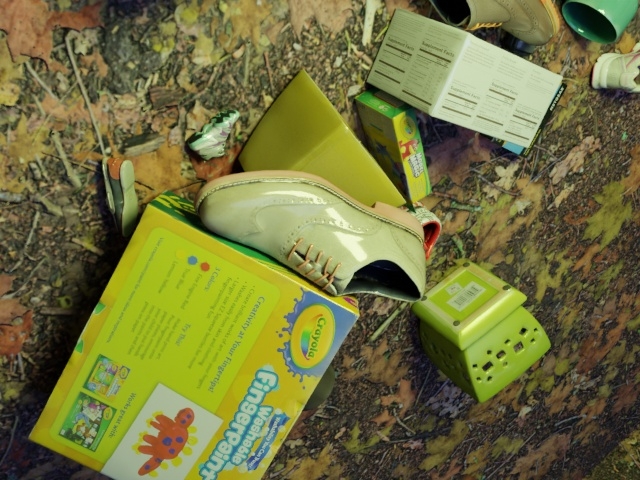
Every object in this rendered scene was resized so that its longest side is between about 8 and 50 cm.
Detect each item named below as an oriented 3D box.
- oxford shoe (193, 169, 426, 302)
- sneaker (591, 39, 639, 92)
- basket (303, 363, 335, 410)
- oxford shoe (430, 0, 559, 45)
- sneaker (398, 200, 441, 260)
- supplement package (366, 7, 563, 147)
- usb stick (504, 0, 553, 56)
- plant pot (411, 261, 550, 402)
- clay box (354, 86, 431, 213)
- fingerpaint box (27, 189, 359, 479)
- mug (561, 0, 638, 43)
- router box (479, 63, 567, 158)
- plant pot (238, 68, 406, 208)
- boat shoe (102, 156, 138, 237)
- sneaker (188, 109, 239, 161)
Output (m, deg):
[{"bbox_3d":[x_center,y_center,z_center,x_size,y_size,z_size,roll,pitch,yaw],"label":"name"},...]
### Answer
[{"bbox_3d":[0.000,0.000,1.065,0.397,0.146,0.140,11,137,-20],"label":"oxford shoe"},{"bbox_3d":[0.748,-0.392,1.578,0.252,0.111,0.103,-25,128,-20],"label":"sneaker"},{"bbox_3d":[-0.076,0.244,1.387,0.204,0.154,0.227,-58,139,-14],"label":"basket"},{"bbox_3d":[0.283,-0.420,1.223,0.364,0.130,0.132,22,85,-30],"label":"oxford shoe"},{"bbox_3d":[0.122,0.027,1.387,0.270,0.145,0.090,-46,132,-2],"label":"sneaker"},{"bbox_3d":[0.259,-0.293,1.247,0.262,0.204,0.145,10,112,-37],"label":"supplement package"},{"bbox_3d":[0.438,-0.501,1.349,0.077,0.045,0.278,4,114,-35],"label":"usb stick"},{"bbox_3d":[0.362,0.195,1.604,0.228,0.227,0.207,-35,125,-11],"label":"plant pot"},{"bbox_3d":[0.141,-0.166,1.296,0.053,0.127,0.222,-32,131,-13],"label":"clay box"},{"bbox_3d":[-0.204,0.200,1.155,0.371,0.163,0.444,28,101,-7],"label":"fingerpaint box"},{"bbox_3d":[0.565,-0.485,1.388,0.097,0.129,0.158,-53,132,0],"label":"mug"},{"bbox_3d":[0.437,-0.280,1.481,0.133,0.046,0.178,15,108,-38],"label":"router box"},{"bbox_3d":[-0.015,-0.123,1.178,0.187,0.212,0.212,-37,133,8],"label":"plant pot"},{"bbox_3d":[-0.323,-0.069,1.102,0.043,0.049,0.137,10,122,8],"label":"boat shoe"},{"bbox_3d":[-0.166,-0.170,1.151,0.098,0.038,0.069,-35,133,1],"label":"sneaker"}]
